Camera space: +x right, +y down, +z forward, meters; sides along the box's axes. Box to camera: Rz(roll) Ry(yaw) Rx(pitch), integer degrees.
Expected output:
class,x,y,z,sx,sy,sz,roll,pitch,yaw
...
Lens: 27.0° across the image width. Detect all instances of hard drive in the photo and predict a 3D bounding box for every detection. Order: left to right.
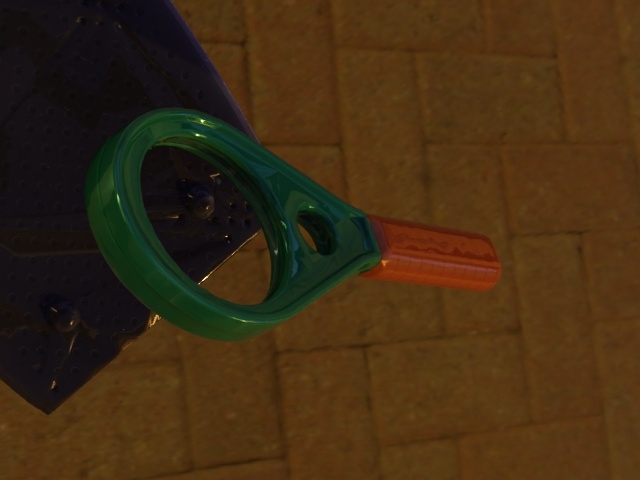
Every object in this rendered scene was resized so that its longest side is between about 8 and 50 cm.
class,x,y,z,sx,sy,sz,roll,pitch,yaw
hard drive,-0.144,-0.065,0.591,0.172,0.054,0.254,-42,116,-12

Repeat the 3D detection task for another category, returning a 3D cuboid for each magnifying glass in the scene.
class,x,y,z,sx,sy,sz,roll,pitch,yaw
magnifying glass,0.000,0.000,0.548,0.231,0.026,0.092,7,57,-47
